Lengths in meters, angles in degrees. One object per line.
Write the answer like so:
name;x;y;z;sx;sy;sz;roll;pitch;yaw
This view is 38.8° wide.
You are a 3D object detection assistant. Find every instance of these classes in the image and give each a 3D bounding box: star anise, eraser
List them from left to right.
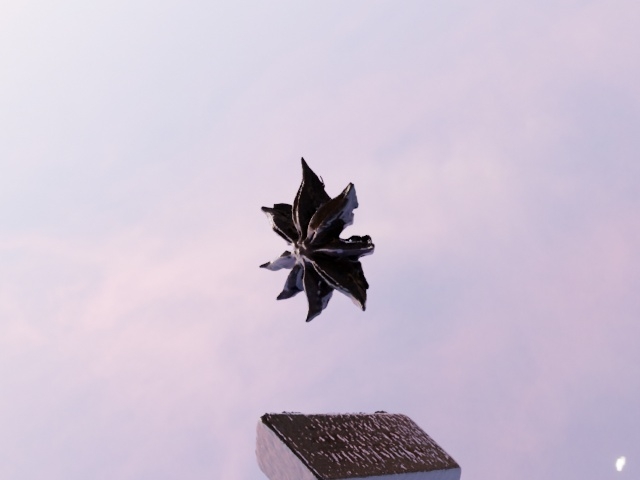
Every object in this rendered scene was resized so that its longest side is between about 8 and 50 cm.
star anise;0.000;0.000;1.064;0.061;0.180;0.204;-1;-165;-42
eraser;0.052;0.260;1.055;0.111;0.352;0.077;38;-77;35
